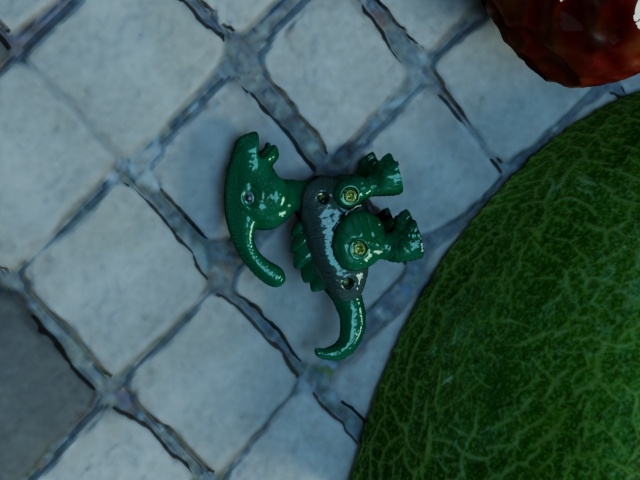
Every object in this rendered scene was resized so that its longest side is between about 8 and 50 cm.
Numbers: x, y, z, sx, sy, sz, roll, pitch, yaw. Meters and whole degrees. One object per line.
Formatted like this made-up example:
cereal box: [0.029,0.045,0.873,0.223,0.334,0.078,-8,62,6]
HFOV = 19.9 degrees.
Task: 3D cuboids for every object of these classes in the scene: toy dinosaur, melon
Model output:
toy dinosaur: [0.000,0.000,0.989,0.096,0.059,0.132,-15,97,-13]
melon: [0.165,0.033,1.033,0.323,0.196,0.124,-65,151,-10]

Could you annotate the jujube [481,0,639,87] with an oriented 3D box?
jujube: [0.135,-0.194,0.960,0.155,0.155,0.230,-29,111,-17]
